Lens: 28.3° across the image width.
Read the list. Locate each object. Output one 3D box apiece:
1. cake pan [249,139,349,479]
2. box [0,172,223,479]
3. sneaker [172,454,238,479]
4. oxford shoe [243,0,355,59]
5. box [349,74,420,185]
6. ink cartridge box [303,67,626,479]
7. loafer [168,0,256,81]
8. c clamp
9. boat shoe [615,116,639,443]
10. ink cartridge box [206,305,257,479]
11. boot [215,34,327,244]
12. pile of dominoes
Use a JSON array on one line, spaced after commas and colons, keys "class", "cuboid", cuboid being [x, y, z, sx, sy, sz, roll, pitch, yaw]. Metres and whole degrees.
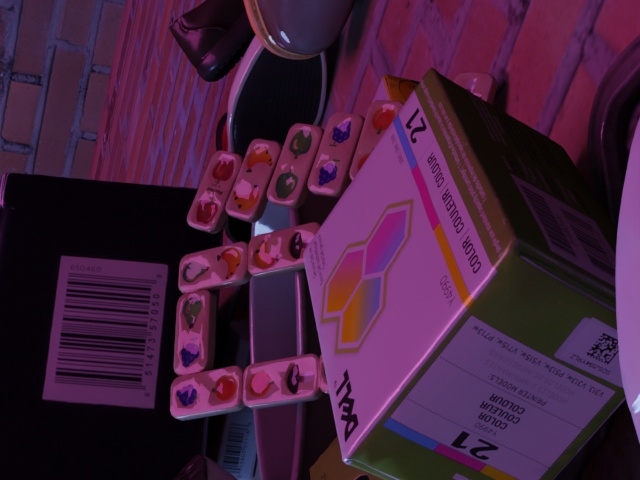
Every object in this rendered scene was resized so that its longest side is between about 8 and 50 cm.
[{"class": "cake pan", "cuboid": [-0.014, 0.070, 0.974, 0.293, 0.054, 0.293, 179, 90, -80]}, {"class": "box", "cuboid": [-0.218, 0.147, 1.285, 0.395, 0.211, 0.294, 107, 166, -67]}, {"class": "sneaker", "cuboid": [-0.021, 0.267, 0.816, 0.158, 0.182, 0.410, -53, 16, -1]}, {"class": "oxford shoe", "cuboid": [0.015, -0.312, 1.026, 0.133, 0.129, 0.364, 46, 132, 54]}, {"class": "box", "cuboid": [0.060, -0.022, 0.879, 0.179, 0.043, 0.105, -98, 24, -48]}, {"class": "ink cartridge box", "cuboid": [0.037, 0.071, 0.640, 0.255, 0.097, 0.189, -54, 22, 21]}, {"class": "loafer", "cuboid": [-0.059, -0.251, 1.175, 0.220, 0.078, 0.080, -51, 1, -9]}, {"class": "c clamp", "cuboid": [0.159, -0.049, 0.597, 0.137, 0.022, 0.161, 130, 143, -62]}, {"class": "boat shoe", "cuboid": [0.175, 0.089, 0.361, 0.119, 0.121, 0.335, -26, 68, 61]}, {"class": "ink cartridge box", "cuboid": [-0.096, 0.150, 1.304, 0.179, 0.045, 0.146, -152, 72, -70]}, {"class": "boot", "cuboid": [-0.059, -0.139, 1.252, 0.176, 0.088, 0.244, -102, 23, -52]}, {"class": "pile of dominoes", "cuboid": [0.000, 0.000, 0.806, 0.251, 0.040, 0.196, -14, 64, 28]}]
